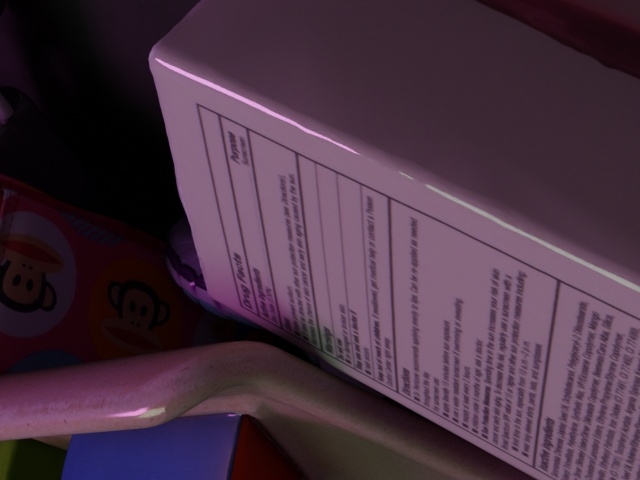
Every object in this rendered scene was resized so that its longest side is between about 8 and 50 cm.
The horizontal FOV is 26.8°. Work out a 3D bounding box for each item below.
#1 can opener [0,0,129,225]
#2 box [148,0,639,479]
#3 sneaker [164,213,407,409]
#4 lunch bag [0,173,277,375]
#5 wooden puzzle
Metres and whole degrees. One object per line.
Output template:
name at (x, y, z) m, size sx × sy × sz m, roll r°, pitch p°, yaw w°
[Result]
can opener at (-0.175, -0.076, 0.742) m, size 0.074 × 0.093 × 0.280 m, roll 27°, pitch 159°, yaw 27°
box at (0.078, -0.011, 0.462) m, size 0.232 × 0.127 × 0.148 m, roll 28°, pitch 151°, yaw 22°
sneaker at (0.000, 0.000, 0.667) m, size 0.223 × 0.083 × 0.098 m, roll 25°, pitch 114°, yaw 48°
lunch bag at (-0.198, 0.063, 0.797) m, size 0.258 × 0.120 × 0.293 m, roll -16°, pitch 147°, yaw 43°
wooden puzzle at (-0.048, 0.139, 0.675) m, size 0.322 × 0.080 × 0.348 m, roll -12°, pitch 154°, yaw 41°
